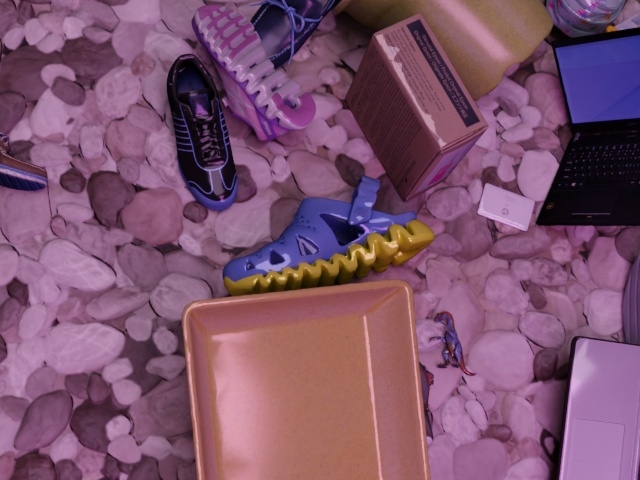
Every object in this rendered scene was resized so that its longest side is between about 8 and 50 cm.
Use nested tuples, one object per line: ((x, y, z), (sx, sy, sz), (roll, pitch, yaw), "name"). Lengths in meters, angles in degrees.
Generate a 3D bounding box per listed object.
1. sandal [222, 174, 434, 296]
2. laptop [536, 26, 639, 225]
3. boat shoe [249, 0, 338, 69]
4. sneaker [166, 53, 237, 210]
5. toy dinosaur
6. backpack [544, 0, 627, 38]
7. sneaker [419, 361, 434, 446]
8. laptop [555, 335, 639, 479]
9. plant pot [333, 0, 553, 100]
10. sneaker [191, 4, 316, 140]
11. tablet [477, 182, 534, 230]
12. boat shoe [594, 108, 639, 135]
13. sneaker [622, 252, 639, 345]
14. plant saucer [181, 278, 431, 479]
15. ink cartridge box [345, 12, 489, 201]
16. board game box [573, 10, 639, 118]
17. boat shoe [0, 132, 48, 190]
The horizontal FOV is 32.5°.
((0.000, 0.000, 1.582), (0.317, 0.126, 0.138), (-18, 74, -23), "sandal")
((0.423, -0.165, 1.621), (0.136, 0.234, 0.264), (39, 67, -33), "laptop")
((-0.037, -0.372, 1.687), (0.109, 0.089, 0.258), (35, 77, -1), "boat shoe")
((-0.176, -0.161, 1.605), (0.081, 0.090, 0.232), (-17, 77, -14), "sneaker")
((0.191, 0.149, 1.619), (0.090, 0.047, 0.082), (32, 57, -34), "toy dinosaur")
((0.434, -0.413, 1.768), (0.152, 0.115, 0.182), (27, 63, 3), "backpack")
((0.141, 0.215, 1.570), (0.065, 0.061, 0.158), (-14, 77, -20), "sneaker")
((0.550, 0.345, 1.471), (0.408, 0.236, 0.382), (9, 84, -11), "laptop")
((0.205, -0.359, 1.659), (0.254, 0.276, 0.276), (44, 71, -7), "plant pot")
((-0.117, -0.240, 1.630), (0.236, 0.104, 0.095), (51, 48, -1), "sneaker")
((0.288, -0.052, 1.700), (0.083, 0.006, 0.054), (20, 72, -3), "tablet")
((0.600, -0.180, 1.742), (0.319, 0.099, 0.116), (4, 74, -9), "boat shoe")
((0.515, 0.136, 1.649), (0.091, 0.094, 0.258), (8, 82, -17), "sneaker")
((-0.024, 0.231, 1.473), (0.333, 0.081, 0.332), (-5, 88, -24), "plant saucer")
((0.133, -0.187, 1.591), (0.088, 0.234, 0.193), (-27, 81, -15), "ink cartridge box")
((0.660, -0.261, 1.713), (0.390, 0.050, 0.390), (-32, 65, -27), "board game box")
((-0.471, -0.124, 1.557), (0.183, 0.066, 0.066), (17, 71, -5), "boat shoe")
